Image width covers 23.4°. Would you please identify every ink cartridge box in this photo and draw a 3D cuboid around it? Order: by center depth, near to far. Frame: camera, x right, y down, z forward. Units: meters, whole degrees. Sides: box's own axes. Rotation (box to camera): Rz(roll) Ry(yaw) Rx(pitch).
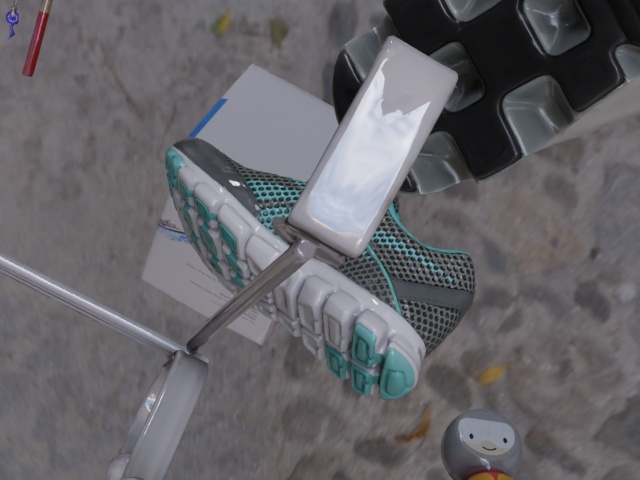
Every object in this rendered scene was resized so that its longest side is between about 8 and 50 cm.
[{"bbox_3d":[-0.073,-0.038,1.743,0.168,0.232,0.171,29,44,5],"label":"ink cartridge box"}]

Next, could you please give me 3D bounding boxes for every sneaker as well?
[{"bbox_3d":[0.167,-0.126,0.679,0.146,0.330,0.122,-23,92,-53],"label":"sneaker"},{"bbox_3d":[0.000,0.000,0.684,0.076,0.065,0.166,-38,60,-24],"label":"sneaker"}]

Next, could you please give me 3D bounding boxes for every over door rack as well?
[{"bbox_3d":[-0.132,-0.007,0.501,0.239,0.324,0.108,28,65,-6],"label":"over door rack"}]

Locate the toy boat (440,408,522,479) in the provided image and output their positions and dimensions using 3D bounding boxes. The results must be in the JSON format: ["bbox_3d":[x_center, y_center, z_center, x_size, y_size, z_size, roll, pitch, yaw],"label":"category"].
[{"bbox_3d":[0.212,0.267,1.310,0.267,0.318,0.148,-30,40,23],"label":"toy boat"}]

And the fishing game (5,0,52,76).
[{"bbox_3d":[-0.295,-0.209,1.013,0.264,0.041,0.189,16,88,-1],"label":"fishing game"}]
